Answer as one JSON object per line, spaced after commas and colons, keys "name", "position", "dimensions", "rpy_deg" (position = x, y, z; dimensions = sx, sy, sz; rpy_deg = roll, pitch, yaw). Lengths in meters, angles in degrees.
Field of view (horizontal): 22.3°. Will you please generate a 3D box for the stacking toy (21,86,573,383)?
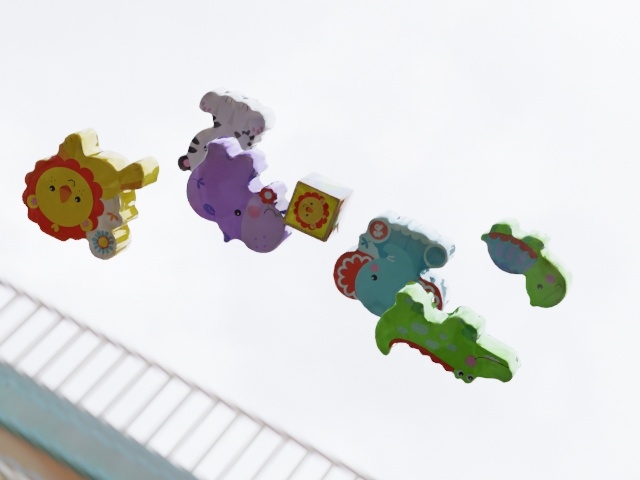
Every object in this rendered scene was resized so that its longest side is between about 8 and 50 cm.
{"name": "stacking toy", "position": [0.000, 0.000, 0.733], "dimensions": [0.221, 0.167, 0.052], "rpy_deg": [25, -71, 13]}
